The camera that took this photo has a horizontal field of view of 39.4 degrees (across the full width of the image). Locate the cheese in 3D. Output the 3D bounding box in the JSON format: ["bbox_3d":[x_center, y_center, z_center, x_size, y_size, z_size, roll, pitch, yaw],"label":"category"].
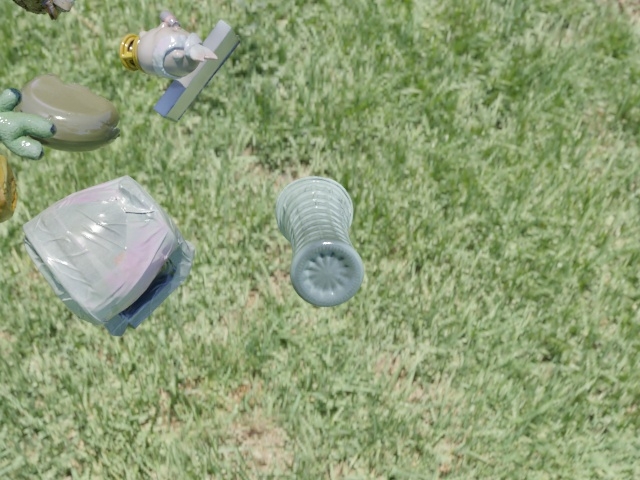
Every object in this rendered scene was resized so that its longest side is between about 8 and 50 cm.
[{"bbox_3d":[-0.500,-0.246,1.786,0.202,0.091,0.175,22,39,3],"label":"cheese"}]

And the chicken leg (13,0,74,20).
[{"bbox_3d":[-0.415,-0.373,1.231,0.125,0.196,0.080,41,90,21],"label":"chicken leg"}]

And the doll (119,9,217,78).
[{"bbox_3d":[-0.183,-0.240,1.093,0.127,0.073,0.084,6,93,28],"label":"doll"}]

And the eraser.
[{"bbox_3d":[-0.167,-0.229,1.221,0.023,0.104,0.150,38,93,-1],"label":"eraser"}]

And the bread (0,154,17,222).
[{"bbox_3d":[-0.757,-0.082,1.773,0.294,0.132,0.167,-14,36,-3],"label":"bread"}]

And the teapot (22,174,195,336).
[{"bbox_3d":[-0.259,0.025,1.171,0.178,0.221,0.163,-37,26,-9],"label":"teapot"}]

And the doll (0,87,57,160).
[{"bbox_3d":[-0.469,-0.170,1.309,0.150,0.077,0.115,27,86,-12],"label":"doll"}]

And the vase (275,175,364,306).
[{"bbox_3d":[0.000,0.000,1.474,0.143,0.143,0.299,-2,20,-4],"label":"vase"}]
